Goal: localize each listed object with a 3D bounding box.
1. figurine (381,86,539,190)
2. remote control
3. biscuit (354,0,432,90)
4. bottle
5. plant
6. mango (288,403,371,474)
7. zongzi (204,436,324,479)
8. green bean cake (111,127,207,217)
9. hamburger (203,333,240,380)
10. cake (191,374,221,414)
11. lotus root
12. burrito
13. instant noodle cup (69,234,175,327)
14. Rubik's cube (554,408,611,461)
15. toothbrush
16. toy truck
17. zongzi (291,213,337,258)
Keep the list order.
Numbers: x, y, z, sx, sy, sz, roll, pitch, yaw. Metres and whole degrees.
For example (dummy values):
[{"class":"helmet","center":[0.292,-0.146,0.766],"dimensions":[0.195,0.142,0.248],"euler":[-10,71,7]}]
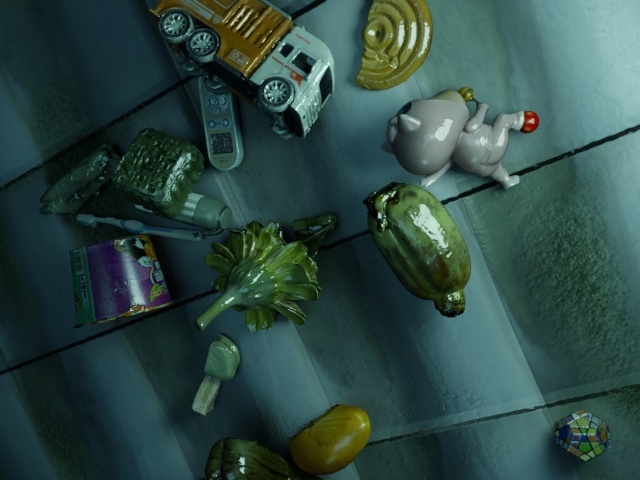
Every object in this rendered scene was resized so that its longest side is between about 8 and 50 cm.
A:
[{"class":"figurine","center":[0.271,-0.205,1.121],"dimensions":[0.288,0.176,0.186],"euler":[10,65,2]},{"class":"remote control","center":[-0.231,-0.285,1.323],"dimensions":[0.087,0.047,0.244],"euler":[-2,102,17]},{"class":"biscuit","center":[0.154,-0.411,1.157],"dimensions":[0.145,0.033,0.224],"euler":[22,110,14]},{"class":"bottle","center":[-0.343,-0.077,1.394],"dimensions":[0.254,0.079,0.095],"euler":[14,84,16]},{"class":"plant","center":[-0.175,0.079,1.313],"dimensions":[0.306,0.297,0.261],"euler":[-38,59,46]},{"class":"mango","center":[0.031,0.479,1.364],"dimensions":[0.126,0.154,0.252],"euler":[48,127,-4]},{"class":"zongzi","center":[-0.082,0.600,1.384],"dimensions":[0.361,0.159,0.322],"euler":[1,140,13]},{"class":"green bean cake","center":[-0.385,-0.164,1.339],"dimensions":[0.173,0.094,0.181],"euler":[24,76,19]},{"class":"hamburger","center":[-0.253,0.315,1.478],"dimensions":[0.084,0.054,0.121],"euler":[26,113,8]},{"class":"cake","center":[-0.301,0.403,1.528],"dimensions":[0.052,0.065,0.121],"euler":[22,87,14]},{"class":"lotus root","center":[0.209,0.020,1.179],"dimensions":[0.173,0.173,0.309],"euler":[-30,96,24]},{"class":"burrito","center":[-0.638,-0.149,1.496],"dimensions":[0.309,0.066,0.096],"euler":[-31,86,23]},{"class":"instant noodle cup","center":[-0.511,0.097,1.425],"dimensions":[0.251,0.251,0.190],"euler":[-13,90,23]},{"class":"Rubik's cube","center":[0.546,0.406,1.179],"dimensions":[0.111,0.111,0.093],"euler":[-43,58,24]},{"class":"toothbrush","center":[-0.477,-0.037,1.478],"dimensions":[0.387,0.040,0.040],"euler":[6,105,19]},{"class":"toy truck","center":[-0.145,-0.397,1.186],"dimensions":[0.388,0.173,0.206],"euler":[36,82,9]},{"class":"zongzi","center":[0.000,0.000,1.308],"dimensions":[0.109,0.055,0.119],"euler":[-12,110,21]}]
